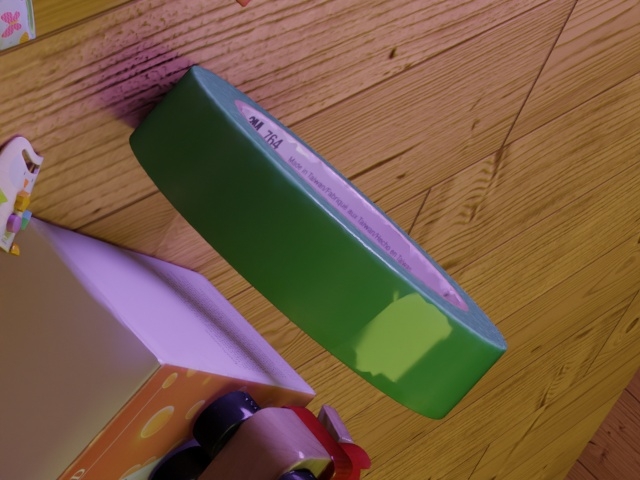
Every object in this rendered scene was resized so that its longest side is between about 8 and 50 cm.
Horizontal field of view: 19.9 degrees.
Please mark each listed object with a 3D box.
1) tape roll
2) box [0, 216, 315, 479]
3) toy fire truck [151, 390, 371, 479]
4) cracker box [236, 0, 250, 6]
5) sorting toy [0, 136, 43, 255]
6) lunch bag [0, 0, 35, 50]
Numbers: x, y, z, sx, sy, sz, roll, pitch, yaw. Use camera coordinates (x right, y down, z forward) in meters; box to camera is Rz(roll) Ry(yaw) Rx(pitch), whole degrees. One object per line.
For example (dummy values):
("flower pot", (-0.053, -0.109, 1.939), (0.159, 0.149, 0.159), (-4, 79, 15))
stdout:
("tape roll", (0.000, 0.000, 1.380), (0.077, 0.321, 0.321), (-47, 160, 6))
("box", (-0.181, 0.136, 1.514), (0.215, 0.168, 0.345), (-48, 160, 7))
("toy fire truck", (-0.046, 0.227, 1.538), (0.217, 0.158, 0.246), (-52, 149, 17))
("cracker box", (-0.050, -0.259, 1.153), (0.156, 0.067, 0.232), (-47, 160, 2))
("sorting toy", (-0.224, -0.035, 1.300), (0.075, 0.045, 0.083), (-62, 162, -10))
("lunch bag", (-0.210, -0.151, 1.066), (0.071, 0.053, 0.083), (-28, 129, -38))
